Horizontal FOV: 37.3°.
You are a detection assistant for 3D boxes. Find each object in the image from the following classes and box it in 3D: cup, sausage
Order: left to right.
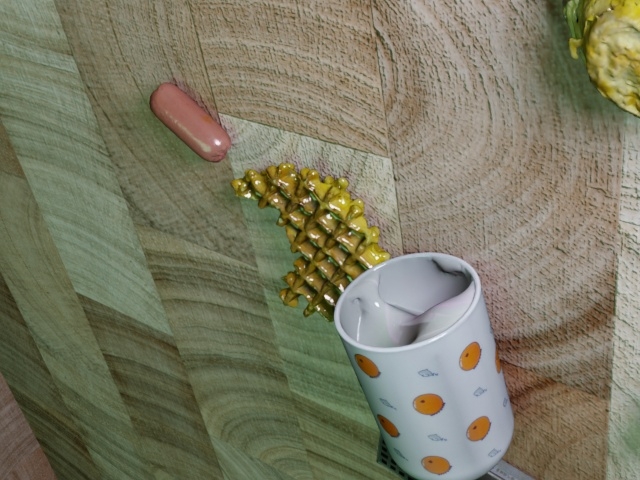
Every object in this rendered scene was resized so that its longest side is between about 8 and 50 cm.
[{"bbox_3d":[-0.209,-0.188,1.527,0.154,0.062,0.062,43,145,5],"label":"sausage"},{"bbox_3d":[0.165,0.206,1.413,0.212,0.212,0.317,11,133,39],"label":"cup"}]

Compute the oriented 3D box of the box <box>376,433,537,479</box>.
[{"bbox_3d":[0.250,0.419,1.688,0.325,0.047,0.180,28,141,22],"label":"box"}]

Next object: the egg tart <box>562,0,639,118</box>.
[{"bbox_3d":[0.327,-0.194,0.903,0.241,0.106,0.241,35,158,17],"label":"egg tart"}]

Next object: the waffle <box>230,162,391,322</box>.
[{"bbox_3d":[0.000,0.000,1.505,0.260,0.069,0.293,3,125,41],"label":"waffle"}]
